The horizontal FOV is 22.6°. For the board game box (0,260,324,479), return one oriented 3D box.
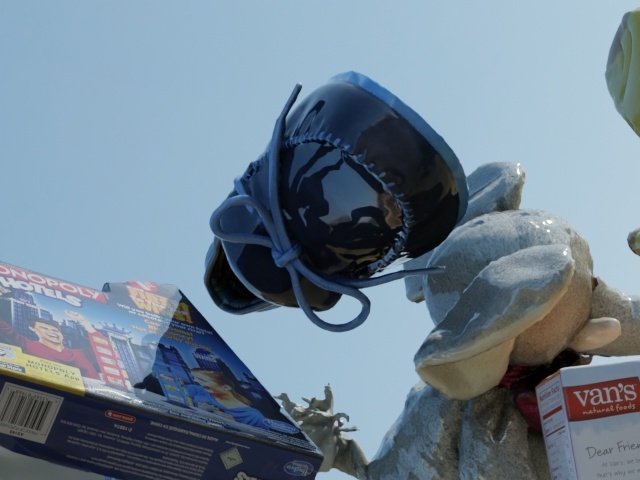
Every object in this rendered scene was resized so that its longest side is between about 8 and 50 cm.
[{"bbox_3d":[-0.118,0.074,0.897,0.194,0.194,0.060,19,-74,-23],"label":"board game box"}]

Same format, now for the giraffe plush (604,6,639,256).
[{"bbox_3d":[0.263,-0.072,0.838,0.170,0.210,0.181,5,-22,-12],"label":"giraffe plush"}]

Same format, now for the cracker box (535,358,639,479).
[{"bbox_3d":[0.228,0.184,0.958,0.156,0.232,0.067,-6,-14,-9],"label":"cracker box"}]

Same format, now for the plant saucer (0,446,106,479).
[{"bbox_3d":[-0.187,0.306,0.953,0.400,0.400,0.100,-33,-31,-21],"label":"plant saucer"}]

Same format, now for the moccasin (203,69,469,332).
[{"bbox_3d":[0.000,0.000,1.008,0.117,0.138,0.342,-44,-4,-16],"label":"moccasin"}]

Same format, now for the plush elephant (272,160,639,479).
[{"bbox_3d":[0.145,0.088,1.107,0.272,0.330,0.255,-92,23,-61],"label":"plush elephant"}]
